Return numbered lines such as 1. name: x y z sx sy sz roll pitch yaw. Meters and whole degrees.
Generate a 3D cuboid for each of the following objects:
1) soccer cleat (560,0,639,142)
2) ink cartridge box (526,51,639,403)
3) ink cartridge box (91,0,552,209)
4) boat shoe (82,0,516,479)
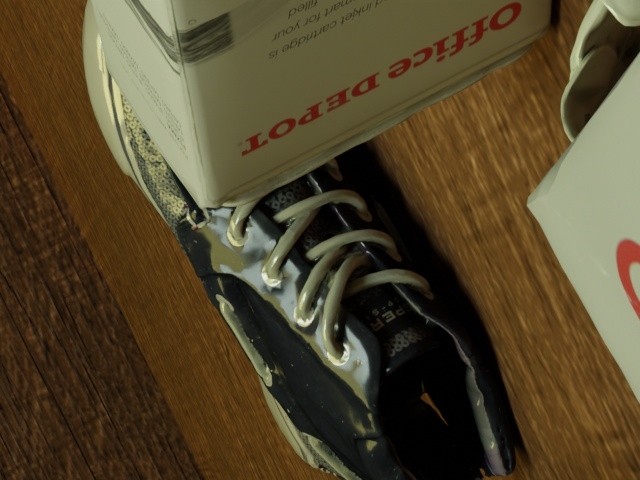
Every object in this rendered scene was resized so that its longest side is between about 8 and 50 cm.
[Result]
1. soccer cleat: 0.107 -0.036 0.608 0.068 0.076 0.196 56 165 30
2. ink cartridge box: 0.208 0.083 0.256 0.384 0.160 0.279 61 167 10
3. ink cartridge box: -0.003 -0.130 0.672 0.092 0.159 0.218 53 163 31
4. boat shoe: 0.000 0.000 1.047 0.158 0.127 0.340 26 149 59
